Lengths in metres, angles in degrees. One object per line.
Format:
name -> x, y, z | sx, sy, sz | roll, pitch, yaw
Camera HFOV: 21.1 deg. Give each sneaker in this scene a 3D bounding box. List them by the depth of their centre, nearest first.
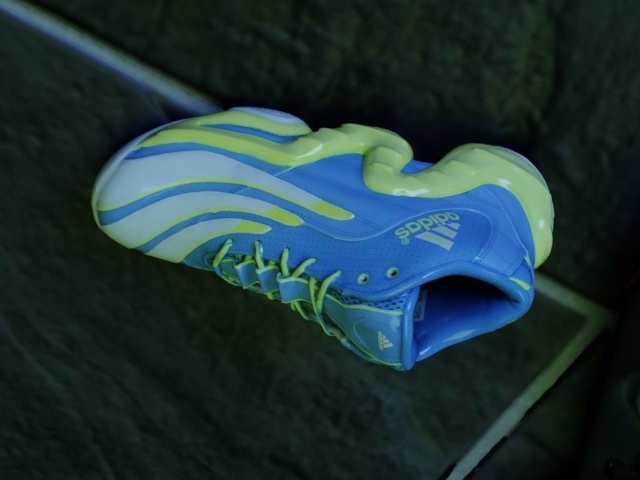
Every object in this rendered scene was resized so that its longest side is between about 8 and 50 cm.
sneaker -> 0.000, 0.000, 0.857 | 0.240, 0.126, 0.091 | -1, 126, 2

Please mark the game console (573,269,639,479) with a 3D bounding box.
game console -> 0.321, 0.170, 0.899 | 0.386, 0.060, 0.342 | 24, 136, 17
